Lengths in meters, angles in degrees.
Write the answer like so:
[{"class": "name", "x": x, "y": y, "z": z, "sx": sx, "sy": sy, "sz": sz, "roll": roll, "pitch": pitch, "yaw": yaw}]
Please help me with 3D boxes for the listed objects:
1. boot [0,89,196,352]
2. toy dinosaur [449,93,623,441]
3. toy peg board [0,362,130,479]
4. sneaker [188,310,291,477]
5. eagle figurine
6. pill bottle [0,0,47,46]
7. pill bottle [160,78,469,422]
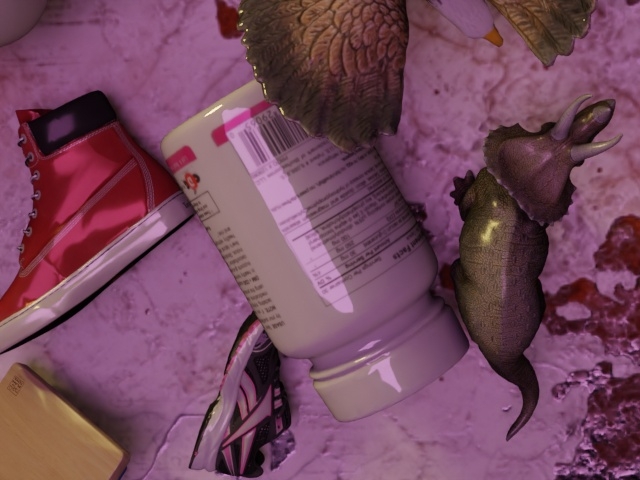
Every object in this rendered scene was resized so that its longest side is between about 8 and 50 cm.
[{"class": "boot", "x": -0.259, "y": -0.019, "z": 1.105, "sx": 0.244, "sy": 0.088, "sz": 0.176, "roll": -39, "pitch": 91, "yaw": 8}, {"class": "toy dinosaur", "x": 0.150, "y": 0.020, "z": 0.991, "sx": 0.121, "sy": 0.160, "sz": 0.313, "roll": 15, "pitch": 103, "yaw": 8}, {"class": "toy peg board", "x": -0.264, "y": 0.230, "z": 1.148, "sx": 0.161, "sy": 0.079, "sz": 0.160, "roll": 33, "pitch": 90, "yaw": 27}, {"class": "sneaker", "x": -0.058, "y": 0.143, "z": 1.113, "sx": 0.077, "sy": 0.072, "sz": 0.178, "roll": 20, "pitch": 113, "yaw": -5}, {"class": "eagle figurine", "x": 0.069, "y": -0.215, "z": 0.889, "sx": 0.225, "sy": 0.298, "sz": 0.226, "roll": 15, "pitch": 115, "yaw": -4}, {"class": "pill bottle", "x": -0.380, "y": -0.247, "z": 1.007, "sx": 0.408, "sy": 0.229, "sz": 0.229, "roll": -15, "pitch": 98, "yaw": 14}, {"class": "pill bottle", "x": 0.000, "y": 0.000, "z": 1.016, "sx": 0.160, "sy": 0.160, "sz": 0.283, "roll": -28, "pitch": 95, "yaw": 15}]
